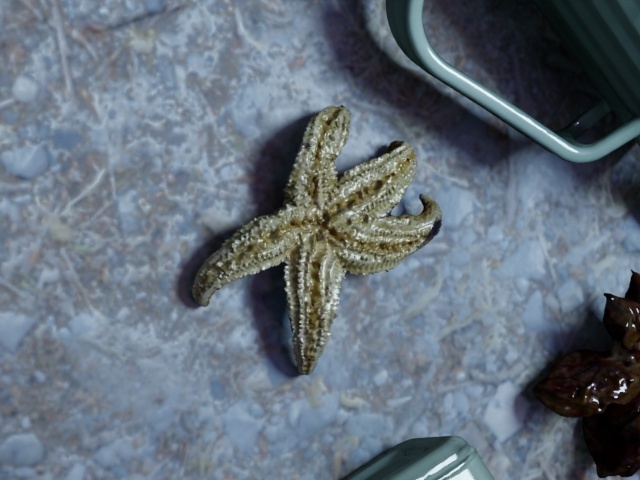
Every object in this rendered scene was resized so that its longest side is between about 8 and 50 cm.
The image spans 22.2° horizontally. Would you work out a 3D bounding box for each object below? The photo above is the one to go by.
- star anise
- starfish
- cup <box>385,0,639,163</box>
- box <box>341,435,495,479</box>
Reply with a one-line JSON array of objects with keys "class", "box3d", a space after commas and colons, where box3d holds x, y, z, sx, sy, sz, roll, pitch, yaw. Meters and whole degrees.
[{"class": "star anise", "box3d": [0.310, 0.115, 1.504, 0.190, 0.126, 0.220, 40, 76, -17]}, {"class": "starfish", "box3d": [0.000, 0.000, 1.380, 0.238, 0.071, 0.216, -17, 92, -20]}, {"class": "cup", "box3d": [0.275, -0.261, 1.426, 0.392, 0.401, 0.310, 55, 27, -20]}, {"class": "box", "box3d": [0.039, 0.301, 1.347, 0.312, 0.175, 0.182, -30, 94, -24]}]
